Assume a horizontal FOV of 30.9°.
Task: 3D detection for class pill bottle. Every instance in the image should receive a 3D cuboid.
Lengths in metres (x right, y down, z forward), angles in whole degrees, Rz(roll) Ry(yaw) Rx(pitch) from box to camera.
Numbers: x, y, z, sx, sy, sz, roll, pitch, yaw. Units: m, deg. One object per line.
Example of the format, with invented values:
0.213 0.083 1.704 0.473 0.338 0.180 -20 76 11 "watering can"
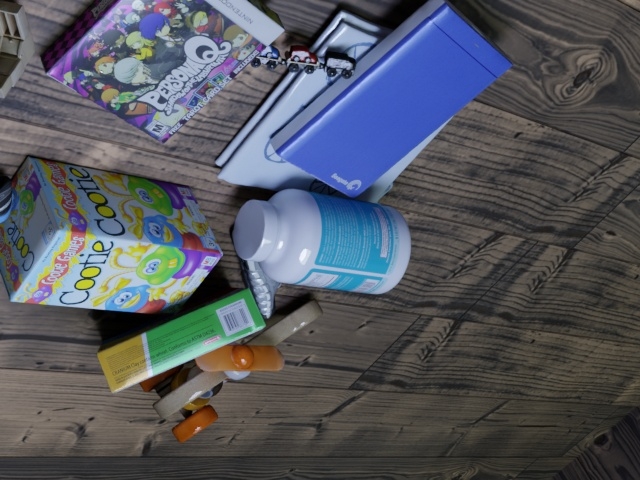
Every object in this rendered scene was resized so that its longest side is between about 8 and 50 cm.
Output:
0.000 0.000 1.792 0.264 0.146 0.146 9 132 -35 "pill bottle"

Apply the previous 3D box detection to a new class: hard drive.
0.106 -0.201 1.689 0.319 0.040 0.210 -40 146 18 "hard drive"

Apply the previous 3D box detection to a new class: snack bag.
0.055 -0.182 1.749 0.342 0.037 0.323 10 132 -44 "snack bag"

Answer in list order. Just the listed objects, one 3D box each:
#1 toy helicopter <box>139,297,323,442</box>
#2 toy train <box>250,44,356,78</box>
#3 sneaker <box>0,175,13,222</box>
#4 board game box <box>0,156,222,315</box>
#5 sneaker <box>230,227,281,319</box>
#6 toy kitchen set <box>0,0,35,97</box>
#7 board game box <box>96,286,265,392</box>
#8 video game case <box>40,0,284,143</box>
-0.136 0.196 2.014 0.355 0.140 0.235 -32 175 -26 "toy helicopter"
-0.028 -0.246 1.566 0.158 0.027 0.036 5 126 -14 "toy train"
-0.484 -0.068 1.488 0.188 0.067 0.078 5 113 -39 "sneaker"
-0.302 0.000 1.628 0.275 0.144 0.142 9 131 -45 "board game box"
-0.063 0.039 1.920 0.132 0.086 0.228 -25 146 -11 "sneaker"
-0.385 -0.224 1.339 0.068 0.083 0.075 14 145 10 "toy kitchen set"
-0.223 0.148 1.811 0.242 0.064 0.316 -23 -178 -10 "board game box"
-0.194 -0.247 1.452 0.232 0.042 0.210 -40 139 17 "video game case"
